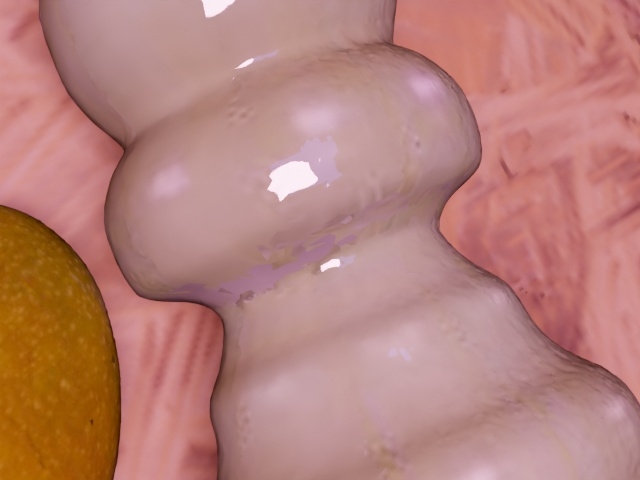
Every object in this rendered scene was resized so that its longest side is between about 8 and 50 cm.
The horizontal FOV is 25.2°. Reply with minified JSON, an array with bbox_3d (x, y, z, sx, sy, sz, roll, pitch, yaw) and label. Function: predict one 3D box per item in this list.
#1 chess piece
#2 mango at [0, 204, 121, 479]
[{"bbox_3d":[0.000,0.000,0.420,0.144,0.144,0.251,-20,85,-16],"label":"chess piece"},{"bbox_3d":[-0.135,0.089,0.389,0.136,0.099,0.227,37,68,-3],"label":"mango"}]
